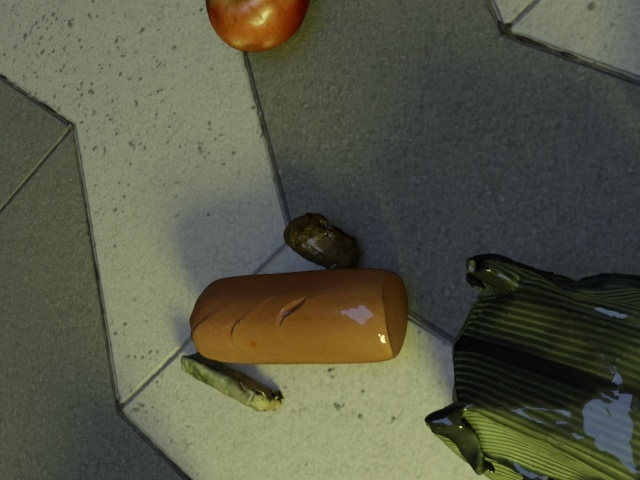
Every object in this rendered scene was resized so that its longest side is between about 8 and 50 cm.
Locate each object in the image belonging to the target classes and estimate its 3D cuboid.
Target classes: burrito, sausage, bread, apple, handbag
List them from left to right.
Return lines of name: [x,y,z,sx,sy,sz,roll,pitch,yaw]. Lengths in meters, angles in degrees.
burrito: [-0.131,0.197,1.070,0.171,0.051,0.042,22,83,33]
apple: [-0.092,-0.361,1.131,0.163,0.139,0.164,-1,86,21]
sausage: [-0.036,0.101,0.994,0.304,0.121,0.121,-5,76,29]
bread: [0.000,0.000,1.021,0.113,0.082,0.060,34,94,29]
handbag: [0.266,0.155,0.733,0.340,0.240,0.247,17,83,34]
